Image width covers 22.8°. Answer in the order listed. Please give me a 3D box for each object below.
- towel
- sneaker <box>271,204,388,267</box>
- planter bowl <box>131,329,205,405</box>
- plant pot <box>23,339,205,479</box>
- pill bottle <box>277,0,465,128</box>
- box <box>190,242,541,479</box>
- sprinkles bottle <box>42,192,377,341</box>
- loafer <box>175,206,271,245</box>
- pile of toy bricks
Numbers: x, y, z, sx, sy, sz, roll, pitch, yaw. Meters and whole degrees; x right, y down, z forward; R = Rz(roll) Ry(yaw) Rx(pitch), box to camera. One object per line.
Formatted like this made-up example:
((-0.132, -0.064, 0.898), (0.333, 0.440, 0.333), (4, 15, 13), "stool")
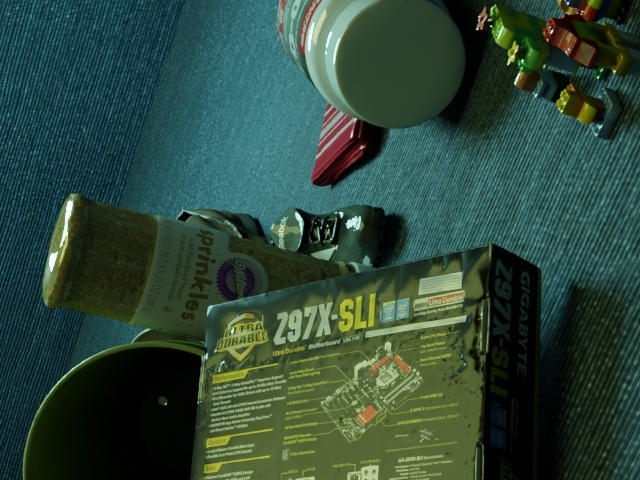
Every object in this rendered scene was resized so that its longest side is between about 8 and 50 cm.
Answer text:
((0.049, -0.213, 1.973), (0.199, 0.031, 0.275), (141, 142, -69), "towel")
((0.000, 0.000, 1.800), (0.234, 0.106, 0.078), (157, 125, -71), "sneaker")
((-0.178, 0.168, 2.243), (0.109, 0.162, 0.162), (-49, -13, -55), "planter bowl")
((-0.153, 0.225, 1.736), (0.293, 0.274, 0.275), (-48, -26, -84), "plant pot")
((0.052, -0.218, 1.705), (0.283, 0.161, 0.161), (-121, 48, -70), "pill bottle")
((0.029, 0.159, 1.307), (0.322, 0.079, 0.257), (-15, 61, 39), "box")
((-0.102, 0.051, 1.640), (0.121, 0.355, 0.121), (-166, 90, -75), "sprinkles bottle")
((-0.146, 0.035, 2.250), (0.366, 0.130, 0.134), (-141, 67, -74), "loafer")
((0.181, -0.166, 1.301), (0.212, 0.105, 0.118), (-99, 28, -57), "pile of toy bricks")
